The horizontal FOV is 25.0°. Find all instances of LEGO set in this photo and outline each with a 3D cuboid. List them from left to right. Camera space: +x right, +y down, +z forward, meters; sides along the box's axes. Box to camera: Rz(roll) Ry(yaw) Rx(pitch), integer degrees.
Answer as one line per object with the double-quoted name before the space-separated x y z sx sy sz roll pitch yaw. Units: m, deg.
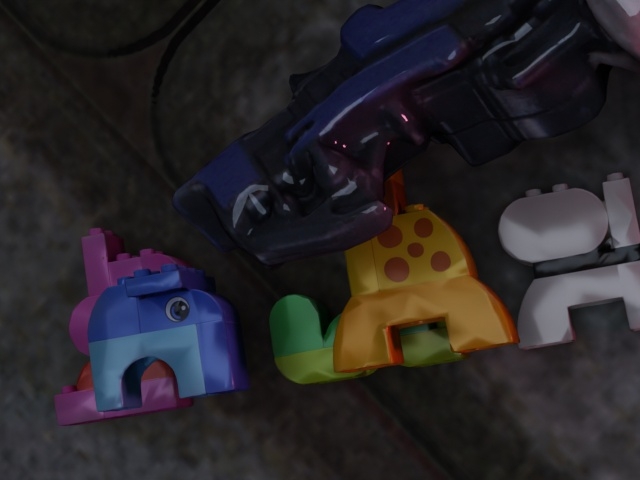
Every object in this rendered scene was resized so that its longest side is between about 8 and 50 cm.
"LEGO set" 0.000 0.000 0.487 0.227 0.087 0.093 -11 82 12

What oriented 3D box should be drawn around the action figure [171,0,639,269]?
"action figure" 0.146 -0.043 0.400 0.341 0.178 0.330 -34 53 9
